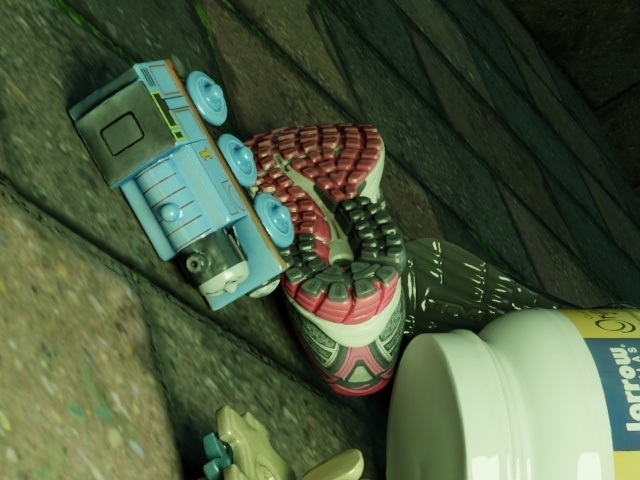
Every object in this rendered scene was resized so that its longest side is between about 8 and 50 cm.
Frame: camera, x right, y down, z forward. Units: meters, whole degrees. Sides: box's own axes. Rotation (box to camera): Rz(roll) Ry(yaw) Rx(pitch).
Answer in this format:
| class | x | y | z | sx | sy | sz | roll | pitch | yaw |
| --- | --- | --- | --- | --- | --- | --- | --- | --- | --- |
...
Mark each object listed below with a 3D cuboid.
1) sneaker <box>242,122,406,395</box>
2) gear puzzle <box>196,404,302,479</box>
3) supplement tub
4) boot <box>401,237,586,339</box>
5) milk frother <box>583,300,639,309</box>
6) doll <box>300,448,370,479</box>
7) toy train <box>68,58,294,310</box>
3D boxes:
| class | x | y | z | sx | sy | sz | roll | pitch | yaw |
| --- | --- | --- | --- | --- | --- | --- | --- | --- | --- |
| sneaker | 0.000 | 0.000 | 1.278 | 0.299 | 0.120 | 0.112 | -97 | 180 | -57 |
| gear puzzle | 0.024 | 0.249 | 0.996 | 0.339 | 0.044 | 0.175 | 50 | 16 | -36 |
| supplement tub | 0.222 | 0.161 | 1.158 | 0.228 | 0.316 | 0.228 | -179 | -90 | -76 |
| boot | 0.199 | 0.097 | 1.410 | 0.338 | 0.118 | 0.223 | 37 | 2 | 5 |
| milk frother | 0.295 | 0.125 | 1.933 | 0.143 | 0.129 | 0.135 | 25 | -13 | -13 |
| doll | 0.049 | 0.218 | 0.951 | 0.189 | 0.046 | 0.129 | 62 | 2 | -20 |
| toy train | -0.090 | -0.039 | 1.114 | 0.184 | 0.080 | 0.105 | 61 | 25 | 2 |
